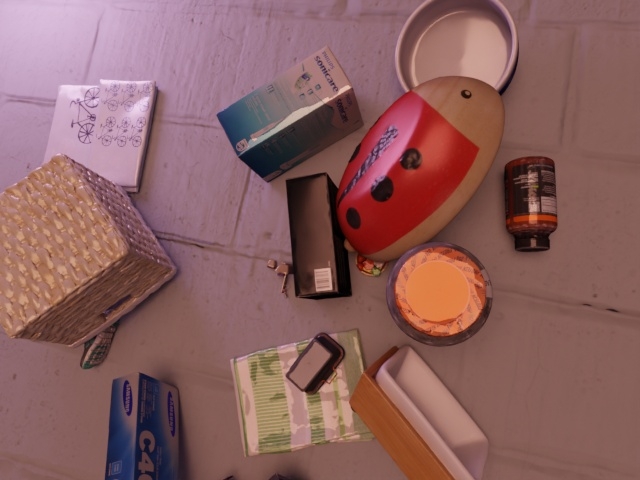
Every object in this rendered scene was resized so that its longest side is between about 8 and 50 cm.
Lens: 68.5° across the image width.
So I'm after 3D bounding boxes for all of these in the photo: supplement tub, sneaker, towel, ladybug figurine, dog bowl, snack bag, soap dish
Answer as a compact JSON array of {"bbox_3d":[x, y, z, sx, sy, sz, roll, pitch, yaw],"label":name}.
[{"bbox_3d":[0.460,-0.077,1.030,0.105,0.106,0.198,0,82,12],"label":"supplement tub"},{"bbox_3d":[-0.591,0.252,1.234,0.076,0.065,0.167,16,77,22],"label":"sneaker"},{"bbox_3d":[-0.045,0.363,1.104,0.324,0.038,0.248,-14,78,10],"label":"towel"},{"bbox_3d":[0.175,-0.150,0.980,0.449,0.161,0.305,-54,35,19],"label":"ladybug figurine"},{"bbox_3d":[0.312,-0.420,1.075,0.264,0.104,0.265,4,98,25],"label":"dog bowl"},{"bbox_3d":[-0.642,-0.307,1.342,0.342,0.037,0.324,6,83,13],"label":"snack bag"},{"bbox_3d":[0.202,0.369,0.961,0.118,0.229,0.291,-46,74,19],"label":"soap dish"},{"bbox_3d":[0.233,0.110,0.940,0.193,0.316,0.194,-2,81,11],"label":"supplement tub"}]

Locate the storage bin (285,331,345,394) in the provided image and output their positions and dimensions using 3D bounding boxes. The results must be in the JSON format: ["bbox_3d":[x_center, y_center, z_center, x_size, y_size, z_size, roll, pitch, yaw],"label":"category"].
[{"bbox_3d":[-0.013,0.281,1.050,0.098,0.091,0.135,39,89,16],"label":"storage bin"}]

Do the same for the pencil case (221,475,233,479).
[{"bbox_3d":[-0.300,0.662,1.067,0.284,0.124,0.124,-34,76,6],"label":"pencil case"}]

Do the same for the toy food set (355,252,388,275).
[{"bbox_3d":[0.124,0.044,1.126,0.082,0.020,0.083,21,86,14],"label":"toy food set"}]

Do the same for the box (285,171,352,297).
[{"bbox_3d":[0.000,0.000,1.076,0.103,0.184,0.262,-8,79,14],"label":"box"}]

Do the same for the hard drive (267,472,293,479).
[{"bbox_3d":[-0.117,0.639,1.017,0.172,0.054,0.255,40,90,-30],"label":"hard drive"}]

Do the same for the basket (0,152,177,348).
[{"bbox_3d":[-0.593,0.025,1.116,0.328,0.266,0.331,-37,75,-6],"label":"basket"}]

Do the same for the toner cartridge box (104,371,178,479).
[{"bbox_3d":[-0.387,0.485,1.032,0.075,0.165,0.348,-18,55,9],"label":"toner cartridge box"}]

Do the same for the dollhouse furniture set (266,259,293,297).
[{"bbox_3d":[-0.103,0.093,1.122,0.090,0.114,0.081,13,88,12],"label":"dollhouse furniture set"}]

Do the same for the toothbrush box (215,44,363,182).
[{"bbox_3d":[-0.061,-0.287,1.119,0.295,0.216,0.126,-29,77,7],"label":"toothbrush box"}]
